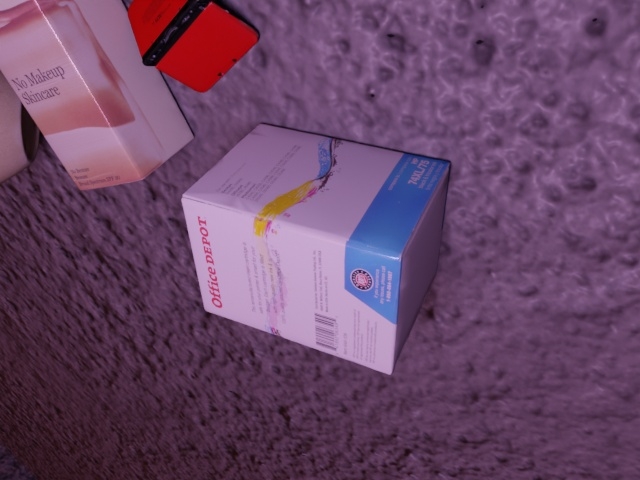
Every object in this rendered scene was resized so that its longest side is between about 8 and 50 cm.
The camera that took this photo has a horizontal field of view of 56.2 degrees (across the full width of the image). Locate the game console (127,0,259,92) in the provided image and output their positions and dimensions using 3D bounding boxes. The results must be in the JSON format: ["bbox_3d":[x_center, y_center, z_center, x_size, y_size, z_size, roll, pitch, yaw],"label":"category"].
[{"bbox_3d":[-0.165,-0.277,0.763,0.144,0.085,0.124,-28,78,42],"label":"game console"}]

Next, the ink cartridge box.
[{"bbox_3d":[0.000,0.000,0.767,0.270,0.197,0.198,16,133,19],"label":"ink cartridge box"}]

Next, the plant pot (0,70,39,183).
[{"bbox_3d":[-0.547,-0.187,0.919,0.191,0.284,0.284,1,136,-13],"label":"plant pot"}]

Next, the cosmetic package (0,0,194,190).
[{"bbox_3d":[-0.324,-0.229,0.817,0.153,0.129,0.296,-5,123,35],"label":"cosmetic package"}]
